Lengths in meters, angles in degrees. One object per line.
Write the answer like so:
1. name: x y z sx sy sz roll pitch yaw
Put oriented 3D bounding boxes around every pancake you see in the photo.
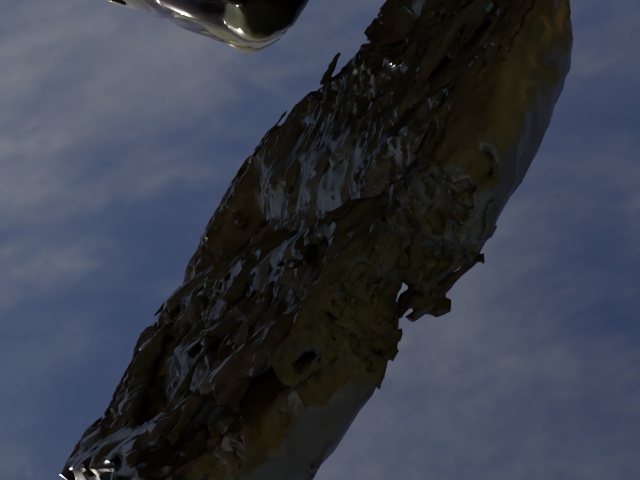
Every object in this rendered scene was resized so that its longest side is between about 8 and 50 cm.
1. pancake: -0.001 -0.001 0.674 0.382 0.071 0.382 -50 -167 16

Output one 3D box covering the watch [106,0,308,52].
1. watch: -0.123 -0.319 0.846 0.335 0.327 0.314 19 -177 -4
